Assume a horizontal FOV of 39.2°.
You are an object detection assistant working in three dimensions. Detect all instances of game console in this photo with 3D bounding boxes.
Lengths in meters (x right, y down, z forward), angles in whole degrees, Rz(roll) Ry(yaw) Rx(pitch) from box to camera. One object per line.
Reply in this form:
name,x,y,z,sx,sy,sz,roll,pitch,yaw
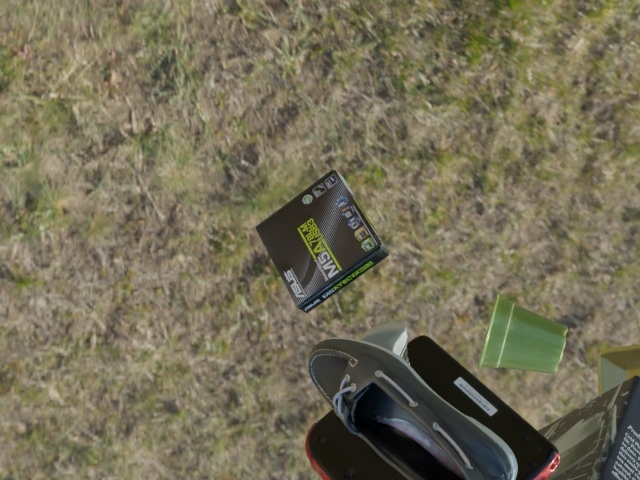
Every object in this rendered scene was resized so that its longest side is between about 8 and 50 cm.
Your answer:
game console,0.187,0.387,1.649,0.342,0.386,0.060,-38,138,-13

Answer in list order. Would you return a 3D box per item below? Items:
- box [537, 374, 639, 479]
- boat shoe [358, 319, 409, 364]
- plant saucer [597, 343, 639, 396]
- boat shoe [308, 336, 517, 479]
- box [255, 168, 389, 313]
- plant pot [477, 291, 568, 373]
box,0.526,0.606,1.848,0.297,0.472,0.480,46,132,2
boat shoe,0.097,0.195,1.377,0.077,0.219,0.070,-14,109,16
plant saucer,0.805,0.407,2.102,0.081,0.333,0.332,12,162,-28
boat shoe,0.096,0.229,1.164,0.095,0.335,0.112,-18,129,-48
box,0.000,0.000,1.577,0.184,0.191,0.045,-34,150,9
plant pot,0.211,0.104,0.932,0.079,0.083,0.083,15,122,13
